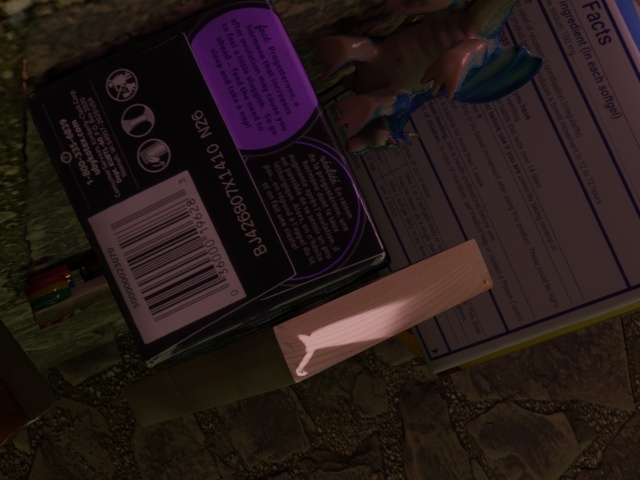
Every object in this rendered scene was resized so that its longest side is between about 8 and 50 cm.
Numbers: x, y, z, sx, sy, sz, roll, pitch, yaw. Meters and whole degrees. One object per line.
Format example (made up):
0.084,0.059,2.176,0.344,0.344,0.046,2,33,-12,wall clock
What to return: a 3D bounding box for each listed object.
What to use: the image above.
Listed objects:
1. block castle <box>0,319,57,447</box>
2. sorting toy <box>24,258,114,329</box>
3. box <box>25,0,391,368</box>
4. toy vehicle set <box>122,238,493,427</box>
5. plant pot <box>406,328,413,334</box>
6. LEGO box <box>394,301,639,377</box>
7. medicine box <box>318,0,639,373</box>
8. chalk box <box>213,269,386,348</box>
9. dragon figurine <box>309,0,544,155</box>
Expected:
-0.426,0.159,0.690,0.303,0.213,0.453,-37,180,15,block castle
-0.287,0.051,1.195,0.132,0.046,0.274,-23,176,-17,sorting toy
-0.050,-0.030,0.640,0.143,0.165,0.270,-24,176,4,box
-0.021,0.073,0.715,0.166,0.035,0.267,-21,177,-34,toy vehicle set
0.121,-0.010,1.341,0.237,0.254,0.237,-23,176,-2,plant pot
0.346,-0.045,1.522,0.500,0.193,0.372,-27,-152,42,LEGO box
0.180,-0.065,0.835,0.289,0.263,0.149,-27,176,37,medicine box
0.000,0.000,1.168,0.289,0.179,0.180,-24,178,33,chalk box
0.094,-0.135,0.688,0.289,0.085,0.144,-27,176,41,dragon figurine
